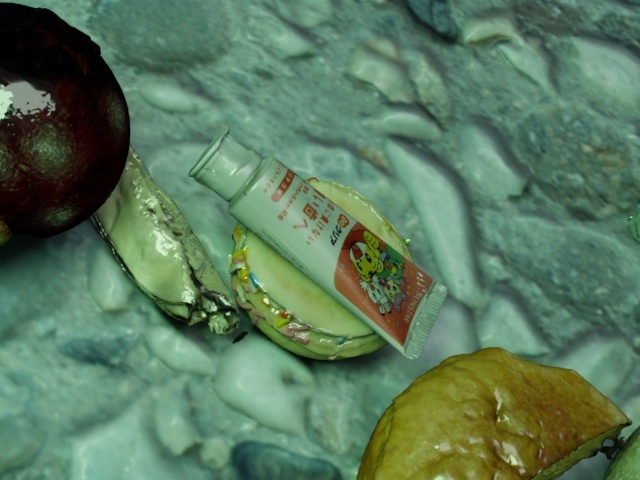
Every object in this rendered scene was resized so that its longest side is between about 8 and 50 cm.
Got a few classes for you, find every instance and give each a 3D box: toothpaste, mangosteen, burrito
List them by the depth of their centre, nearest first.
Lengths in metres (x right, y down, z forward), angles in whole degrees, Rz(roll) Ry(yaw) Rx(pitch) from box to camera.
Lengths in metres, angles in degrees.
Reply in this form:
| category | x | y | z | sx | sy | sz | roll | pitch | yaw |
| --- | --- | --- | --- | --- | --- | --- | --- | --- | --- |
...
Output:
| category | x | y | z | sx | sy | sz | roll | pitch | yaw |
| --- | --- | --- | --- | --- | --- | --- | --- | --- | --- |
| mangosteen | -0.255 | -0.071 | 1.026 | 0.194 | 0.194 | 0.230 | 40 | 76 | 0 |
| toothpaste | 0.000 | 0.000 | 1.104 | 0.234 | 0.057 | 0.089 | 39 | 46 | -10 |
| burrito | -0.143 | -0.015 | 1.118 | 0.063 | 0.058 | 0.229 | -26 | 78 | -41 |

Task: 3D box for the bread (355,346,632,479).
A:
| category | x | y | z | sx | sy | sz | roll | pitch | yaw |
| --- | --- | --- | --- | --- | --- | --- | --- | --- | --- |
| bread | 0.118 | 0.164 | 1.098 | 0.260 | 0.129 | 0.134 | -19 | 70 | -36 |

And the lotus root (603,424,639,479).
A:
| category | x | y | z | sx | sy | sz | roll | pitch | yaw |
| --- | --- | --- | --- | --- | --- | --- | --- | --- | --- |
| lotus root | 0.301 | 0.271 | 1.105 | 0.175 | 0.175 | 0.349 | 28 | 52 | -10 |

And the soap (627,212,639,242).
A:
| category | x | y | z | sx | sy | sz | roll | pitch | yaw |
| --- | --- | --- | --- | --- | --- | --- | --- | --- | --- |
| soap | 0.445 | 0.005 | 1.348 | 0.261 | 0.150 | 0.094 | 35 | 48 | -3 |

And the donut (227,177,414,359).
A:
| category | x | y | z | sx | sy | sz | roll | pitch | yaw |
| --- | --- | --- | --- | --- | --- | --- | --- | --- | --- |
| donut | -0.001 | 0.028 | 1.158 | 0.175 | 0.068 | 0.174 | 13 | 54 | -19 |
